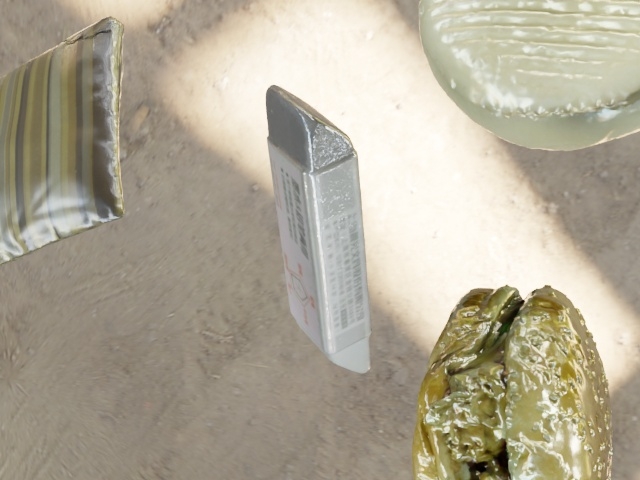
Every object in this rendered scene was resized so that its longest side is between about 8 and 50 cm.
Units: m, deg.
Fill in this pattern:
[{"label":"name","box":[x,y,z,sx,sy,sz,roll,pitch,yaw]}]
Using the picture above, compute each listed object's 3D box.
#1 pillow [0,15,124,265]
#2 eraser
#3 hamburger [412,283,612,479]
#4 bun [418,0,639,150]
[{"label":"pillow","box":[-0.253,-0.073,0.889,0.212,0.052,0.208,-20,58,22]},{"label":"eraser","box":[0.000,0.000,1.036,0.061,0.089,0.352,-24,133,-21]},{"label":"hamburger","box":[0.145,0.127,0.730,0.122,0.215,0.190,0,114,23]},{"label":"bun","box":[0.227,-0.196,0.867,0.287,0.146,0.287,-7,68,19]}]
